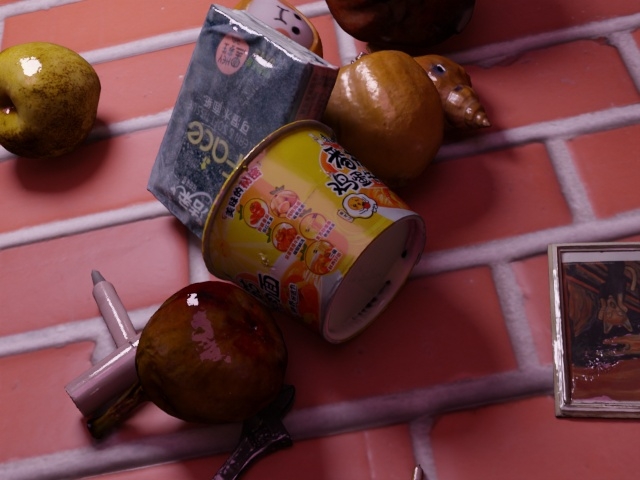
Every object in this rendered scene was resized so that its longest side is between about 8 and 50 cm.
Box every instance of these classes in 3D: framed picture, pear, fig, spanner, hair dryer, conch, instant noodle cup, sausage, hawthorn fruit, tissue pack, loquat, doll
[{"bbox_3d":[0.406,0.106,1.189,0.216,0.016,0.273,-2,51,11],"label":"framed picture"},{"bbox_3d":[-0.464,-0.238,1.554,0.197,0.197,0.197,-6,51,8],"label":"pear"},{"bbox_3d":[-0.188,0.161,1.157,0.290,0.191,0.191,-19,50,2],"label":"fig"},{"bbox_3d":[-0.129,0.305,1.144,0.093,0.026,0.325,25,62,30],"label":"spanner"},{"bbox_3d":[-0.310,0.122,1.311,0.195,0.054,0.220,-37,52,-21],"label":"hair dryer"},{"bbox_3d":[0.171,-0.264,1.491,0.109,0.093,0.330,-34,52,-9],"label":"conch"},{"bbox_3d":[0.000,0.000,1.226,0.200,0.264,0.264,38,67,25],"label":"instant noodle cup"},{"bbox_3d":[0.109,0.311,1.091,0.015,0.015,0.100,4,53,16],"label":"sausage"},{"bbox_3d":[0.128,-0.481,1.560,0.308,0.308,0.325,-17,19,-1],"label":"hawthorn fruit"},{"bbox_3d":[-0.117,-0.155,1.348,0.103,0.316,0.228,-2,32,-48],"label":"tissue pack"},{"bbox_3d":[0.093,-0.184,1.385,0.187,0.176,0.234,-25,61,17],"label":"loquat"},{"bbox_3d":[-0.069,-0.278,1.517,0.236,0.213,0.214,28,52,-19],"label":"doll"}]
